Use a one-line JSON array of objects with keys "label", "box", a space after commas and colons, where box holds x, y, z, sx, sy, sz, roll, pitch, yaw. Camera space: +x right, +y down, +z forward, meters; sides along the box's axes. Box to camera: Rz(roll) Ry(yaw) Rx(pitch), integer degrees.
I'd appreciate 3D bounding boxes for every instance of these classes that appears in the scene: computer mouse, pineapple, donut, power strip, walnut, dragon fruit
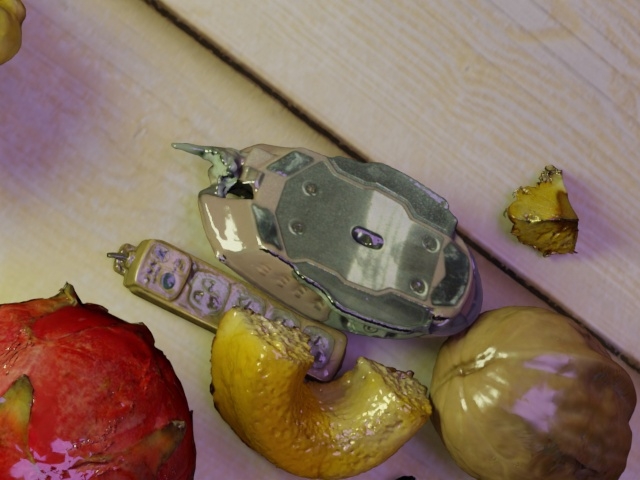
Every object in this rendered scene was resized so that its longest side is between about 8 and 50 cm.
[{"label": "computer mouse", "box": [-0.001, 0.004, 1.641, 0.389, 0.115, 0.199, 26, 53, -9]}, {"label": "pineapple", "box": [0.280, -0.046, 1.805, 0.114, 0.077, 0.114, 19, 64, -27]}, {"label": "donut", "box": [-0.010, 0.188, 1.607, 0.259, 0.101, 0.152, 22, 104, -27]}, {"label": "power strip", "box": [-0.095, 0.076, 1.626, 0.305, 0.044, 0.064, 28, 74, -20]}, {"label": "walnut", "box": [0.244, 0.186, 1.684, 0.261, 0.225, 0.224, 23, 75, -36]}, {"label": "dragon fruit", "box": [-0.263, 0.205, 1.406, 0.295, 0.296, 0.301, 45, 49, -15]}]

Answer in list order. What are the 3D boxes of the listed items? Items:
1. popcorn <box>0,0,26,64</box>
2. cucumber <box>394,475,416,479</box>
[{"label": "popcorn", "box": [-0.421, -0.199, 1.393, 0.297, 0.281, 0.315, -2, 69, 5]}, {"label": "cucumber", "box": [0.051, 0.340, 1.675, 0.184, 0.033, 0.036, -53, 132, -20]}]
